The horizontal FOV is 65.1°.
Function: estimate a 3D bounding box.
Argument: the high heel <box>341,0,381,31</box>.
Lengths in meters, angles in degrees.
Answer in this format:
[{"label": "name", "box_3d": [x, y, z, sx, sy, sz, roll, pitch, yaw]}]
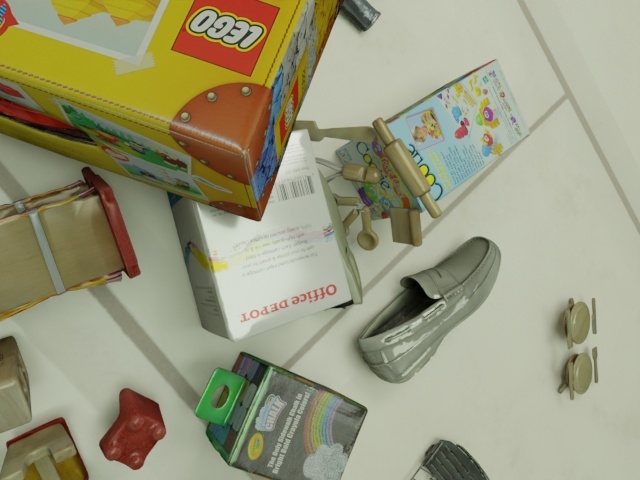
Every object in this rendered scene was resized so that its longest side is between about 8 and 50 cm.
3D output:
[{"label": "high heel", "box_3d": [0.076, -0.513, 0.834, 0.186, 0.093, 0.261, 35, 81, -27]}]

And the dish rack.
[{"label": "dish rack", "box_3d": [0.201, 0.492, 0.845, 0.271, 0.074, 0.208, -44, 106, -22]}]

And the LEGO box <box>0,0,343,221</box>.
[{"label": "LEGO box", "box_3d": [-0.234, -0.288, 0.509, 0.499, 0.193, 0.373, 19, 76, 2]}]

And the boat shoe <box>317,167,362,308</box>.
[{"label": "boat shoe", "box_3d": [0.000, 0.000, 0.759, 0.079, 0.084, 0.233, -12, 108, 15]}]

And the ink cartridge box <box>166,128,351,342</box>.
[{"label": "ink cartridge box", "box_3d": [-0.093, -0.005, 0.679, 0.171, 0.168, 0.233, -15, 93, -25]}]

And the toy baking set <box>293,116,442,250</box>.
[{"label": "toy baking set", "box_3d": [0.057, -0.087, 0.751, 0.256, 0.196, 0.030, 59, 40, -9]}]

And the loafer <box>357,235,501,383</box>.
[{"label": "loafer", "box_3d": [0.189, 0.095, 0.844, 0.319, 0.112, 0.112, -45, 114, -21]}]

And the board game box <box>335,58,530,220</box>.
[{"label": "board game box", "box_3d": [0.190, -0.166, 0.844, 0.275, 0.142, 0.144, -34, 102, -24]}]

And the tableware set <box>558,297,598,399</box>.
[{"label": "tableware set", "box_3d": [0.530, 0.222, 1.045, 0.128, 0.039, 0.194, -9, 96, -38]}]

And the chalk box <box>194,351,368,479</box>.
[{"label": "chalk box", "box_3d": [-0.070, 0.244, 0.697, 0.213, 0.132, 0.133, 30, 75, -20]}]

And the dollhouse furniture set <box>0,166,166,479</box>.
[{"label": "dollhouse furniture set", "box_3d": [-0.307, 0.124, 0.602, 0.201, 0.152, 0.375, -21, 113, -26]}]
